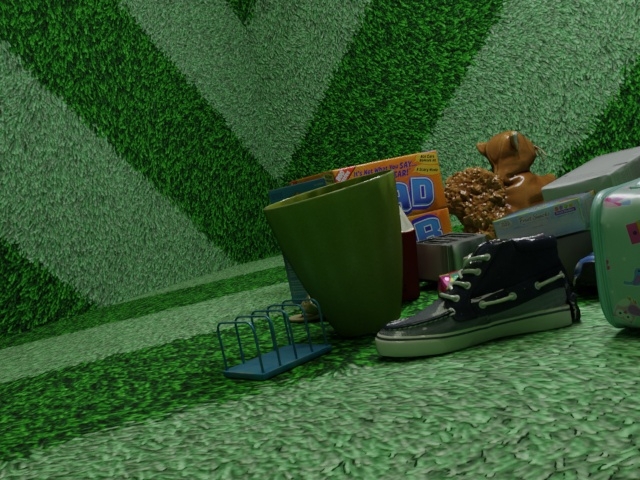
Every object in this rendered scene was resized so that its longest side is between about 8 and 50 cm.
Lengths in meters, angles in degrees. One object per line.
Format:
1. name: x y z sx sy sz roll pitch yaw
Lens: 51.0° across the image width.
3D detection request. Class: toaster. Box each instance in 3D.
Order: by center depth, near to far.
1. toaster: 0.326 0.048 1.709 0.168 0.110 0.186 -14 11 -37

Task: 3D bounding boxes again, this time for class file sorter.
1. file sorter: -0.086 0.177 1.229 0.170 0.104 0.118 -15 5 -43

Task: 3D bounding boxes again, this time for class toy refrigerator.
1. toy refrigerator: 0.443 0.055 1.410 0.270 0.102 0.094 -14 4 -16

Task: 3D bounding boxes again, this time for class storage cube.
1. storage cube: 0.125 0.030 1.624 0.184 0.193 0.215 -12 31 -6

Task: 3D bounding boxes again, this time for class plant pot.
1. plant pot: 0.056 0.035 1.364 0.275 0.293 0.275 -17 8 2

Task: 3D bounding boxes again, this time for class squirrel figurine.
1. squirrel figurine: 0.593 -0.164 2.178 0.397 0.370 0.281 -14 4 -22

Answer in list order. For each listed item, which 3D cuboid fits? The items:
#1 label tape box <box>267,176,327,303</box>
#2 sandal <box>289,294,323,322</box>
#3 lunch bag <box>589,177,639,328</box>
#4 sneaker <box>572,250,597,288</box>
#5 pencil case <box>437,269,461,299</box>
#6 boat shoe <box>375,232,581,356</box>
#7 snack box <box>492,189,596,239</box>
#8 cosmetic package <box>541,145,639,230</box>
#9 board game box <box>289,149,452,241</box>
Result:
1. label tape box: 0.000 0.000 1.862 0.241 0.333 0.106 -8 5 45
2. sandal: 0.005 0.146 1.591 0.088 0.079 0.240 -15 5 -40
3. lunch bag: 0.516 0.003 1.012 0.279 0.224 0.108 -16 6 -40
4. sneaker: 0.582 0.008 1.327 0.130 0.147 0.330 -9 5 41
5. pencil case: 0.333 0.094 1.251 0.236 0.104 0.104 -14 4 -4
6. boat shoe: 0.247 0.086 1.115 0.341 0.158 0.127 -12 3 -3
7. snack box: 0.477 -0.045 1.401 0.175 0.070 0.207 -17 1 31
8. cosmetic package: 0.850 -0.155 1.979 0.217 0.156 0.385 -11 12 46
9. board game box: 0.158 -0.060 2.114 0.357 0.356 0.356 -13 4 -23
